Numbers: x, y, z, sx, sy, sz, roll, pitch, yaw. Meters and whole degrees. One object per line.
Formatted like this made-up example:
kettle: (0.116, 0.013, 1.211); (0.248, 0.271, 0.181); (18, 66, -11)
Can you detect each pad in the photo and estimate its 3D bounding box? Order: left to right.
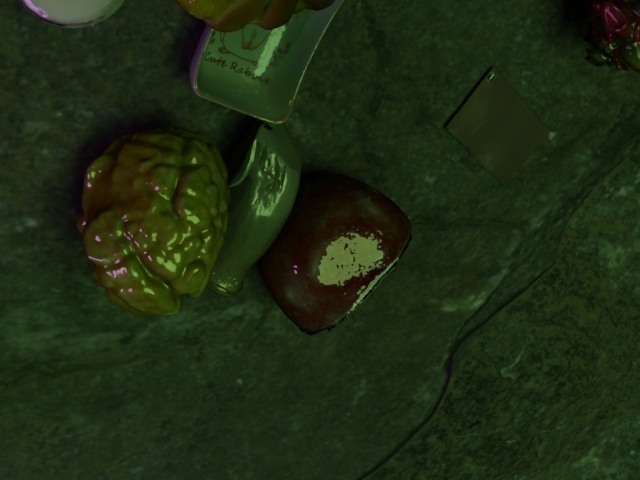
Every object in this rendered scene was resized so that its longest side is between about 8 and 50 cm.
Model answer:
pad: (0.263, -0.165, 1.947); (0.113, 0.006, 0.187); (-52, 135, 1)

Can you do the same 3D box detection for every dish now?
dish: (-0.072, -0.262, 1.593); (0.151, 0.077, 0.212); (17, 106, -39)

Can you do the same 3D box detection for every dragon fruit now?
dragon fruit: (0.499, -0.343, 1.863); (0.302, 0.237, 0.231); (-29, 152, -33)

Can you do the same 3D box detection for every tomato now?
tomato: (0.000, 0.000, 1.767); (0.155, 0.180, 0.214); (44, 79, -26)

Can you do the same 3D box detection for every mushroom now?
mushroom: (-0.091, -0.042, 1.690); (0.096, 0.108, 0.247); (-15, 130, -61)

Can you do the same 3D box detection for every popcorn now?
popcorn: (-0.190, -0.022, 1.585); (0.200, 0.226, 0.203); (-26, 164, 4)

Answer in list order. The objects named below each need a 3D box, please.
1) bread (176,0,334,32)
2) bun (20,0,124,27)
bread: (-0.037, -0.371, 1.403); (0.333, 0.160, 0.333); (-13, 121, -23)
bun: (-0.265, -0.302, 1.423); (0.138, 0.094, 0.138); (1, 110, 2)
